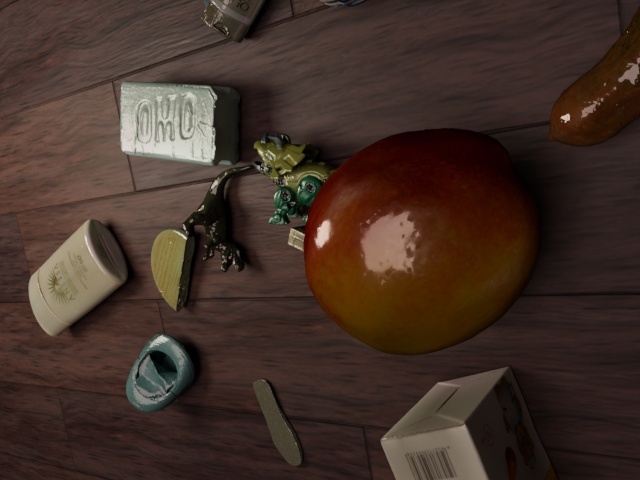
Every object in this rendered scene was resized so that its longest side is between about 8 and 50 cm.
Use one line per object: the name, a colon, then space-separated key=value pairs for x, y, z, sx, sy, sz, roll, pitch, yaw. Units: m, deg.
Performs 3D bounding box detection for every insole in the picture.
insole: x=-0.088 y=0.375 z=1.274 sx=0.063 sy=0.010 sz=0.192 roll=-27 pitch=85 yaw=35

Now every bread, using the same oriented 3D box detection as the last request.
bread: x=-0.322 y=0.047 z=1.339 sx=0.112 sy=0.036 sz=0.192 roll=31 pitch=120 yaw=30

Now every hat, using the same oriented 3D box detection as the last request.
hat: x=-0.355 y=0.294 z=1.400 sx=0.138 sy=0.078 sz=0.191 roll=43 pitch=103 yaw=9

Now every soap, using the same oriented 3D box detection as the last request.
soap: x=-0.274 y=-0.228 z=1.201 sx=0.262 sy=0.094 sz=0.150 roll=11 pitch=108 yaw=32

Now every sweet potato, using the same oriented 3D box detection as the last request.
sweet potato: x=0.395 y=-0.229 z=0.755 sx=0.097 sy=0.097 sz=0.291 roll=42 pitch=113 yaw=19

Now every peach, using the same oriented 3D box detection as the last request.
peach: x=0.142 y=-0.004 z=0.856 sx=0.308 sy=0.308 sz=0.332 roll=50 pitch=119 yaw=14

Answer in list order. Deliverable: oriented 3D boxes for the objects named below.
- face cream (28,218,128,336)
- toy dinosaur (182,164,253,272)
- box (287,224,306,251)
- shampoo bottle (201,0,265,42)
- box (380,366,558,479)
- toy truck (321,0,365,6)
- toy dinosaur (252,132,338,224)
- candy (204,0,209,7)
face cream: x=-0.604 y=0.098 z=1.512 sx=0.349 sy=0.081 sz=0.173 roll=-32 pitch=83 yaw=35
toy dinosaur: x=-0.175 y=-0.041 z=1.228 sx=0.179 sy=0.087 sz=0.187 roll=-27 pitch=103 yaw=0
box: x=0.000 y=0.000 z=1.077 sx=0.079 sy=0.083 sz=0.035 roll=26 pitch=113 yaw=36
shampoo bottle: x=-0.118 y=-0.455 z=1.055 sx=0.086 sy=0.056 sz=0.227 roll=32 pitch=122 yaw=-11
box: x=0.254 y=0.393 z=0.916 sx=0.143 sy=0.225 sz=0.341 roll=-23 pitch=88 yaw=35
toy truck: x=0.019 y=-0.456 z=0.896 sx=0.161 sy=0.177 sz=0.213 roll=-16 pitch=92 yaw=35
toy dinosaur: x=-0.002 y=-0.096 z=1.059 sx=0.259 sy=0.094 sz=0.153 roll=12 pitch=112 yaw=23
candy: x=-0.196 y=-0.489 z=1.119 sx=0.088 sy=0.038 sz=0.136 roll=-1 pitch=110 yaw=38
